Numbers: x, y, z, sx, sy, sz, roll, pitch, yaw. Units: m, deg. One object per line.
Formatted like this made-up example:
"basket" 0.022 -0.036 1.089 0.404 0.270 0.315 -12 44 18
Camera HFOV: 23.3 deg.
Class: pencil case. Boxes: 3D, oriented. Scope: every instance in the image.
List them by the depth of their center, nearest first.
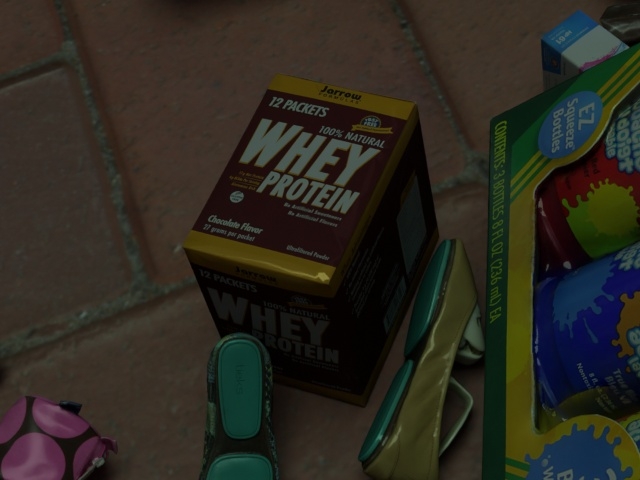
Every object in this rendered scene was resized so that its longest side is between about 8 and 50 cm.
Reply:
"pencil case" -0.256 0.229 1.267 0.098 0.095 0.209 26 65 8

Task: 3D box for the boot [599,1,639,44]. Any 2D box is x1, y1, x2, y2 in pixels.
"boot" 0.327 -0.195 1.480 0.114 0.037 0.106 -6 41 3

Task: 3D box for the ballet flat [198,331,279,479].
"ballet flat" -0.066 0.170 1.277 0.070 0.070 0.188 5 86 14

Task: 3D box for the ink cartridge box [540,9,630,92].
"ink cartridge box" 0.262 -0.139 1.421 0.052 0.088 0.122 -37 57 -15

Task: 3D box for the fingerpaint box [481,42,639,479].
"fingerpaint box" 0.304 0.043 1.130 0.371 0.163 0.445 -26 45 38

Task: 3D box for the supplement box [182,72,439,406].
"supplement box" 0.000 0.000 1.309 0.129 0.194 0.191 14 59 20

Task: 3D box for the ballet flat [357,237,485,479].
"ballet flat" 0.098 0.107 1.304 0.073 0.080 0.232 26 62 -6
